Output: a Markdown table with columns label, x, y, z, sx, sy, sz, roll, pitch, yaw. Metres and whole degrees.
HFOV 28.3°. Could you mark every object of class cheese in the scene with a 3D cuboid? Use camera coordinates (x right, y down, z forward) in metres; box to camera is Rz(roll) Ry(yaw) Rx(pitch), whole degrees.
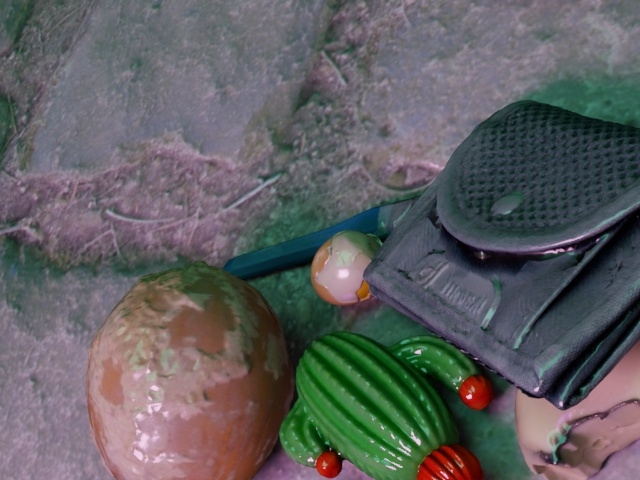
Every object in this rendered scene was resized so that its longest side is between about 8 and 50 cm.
| label | x | y | z | sx | sy | sz | roll | pitch | yaw |
| --- | --- | --- | --- | --- | --- | --- | --- | --- | --- |
| cheese | 0.236 | 0.066 | 1.008 | 0.163 | 0.071 | 0.248 | -14 | 55 | 39 |

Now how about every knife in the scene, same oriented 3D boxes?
| label | x | y | z | sx | sy | sz | roll | pitch | yaw |
| --- | --- | --- | --- | --- | --- | --- | --- | --- | --- |
| knife | 0.002 | 0.001 | 1.317 | 0.297 | 0.026 | 0.044 | -17 | 51 | 40 |

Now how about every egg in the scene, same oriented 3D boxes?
| label | x | y | z | sx | sy | sz | roll | pitch | yaw |
| --- | --- | --- | --- | --- | --- | --- | --- | --- | --- |
| egg | 0.026 | 0.029 | 1.238 | 0.083 | 0.071 | 0.071 | -44 | 41 | 29 |
| egg | -0.125 | 0.143 | 1.217 | 0.203 | 0.203 | 0.245 | -10 | 69 | 40 |

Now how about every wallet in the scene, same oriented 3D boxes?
| label | x | y | z | sx | sy | sz | roll | pitch | yaw |
| --- | --- | --- | --- | --- | --- | --- | --- | --- | --- |
| wallet | 0.171 | -0.012 | 1.053 | 0.237 | 0.075 | 0.342 | -49 | 25 | -4 |

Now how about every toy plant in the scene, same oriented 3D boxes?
| label | x | y | z | sx | sy | sz | roll | pitch | yaw |
| --- | --- | --- | --- | --- | --- | --- | --- | --- | --- |
| toy plant | 0.070 | 0.149 | 1.107 | 0.240 | 0.088 | 0.154 | 6 | 55 | 39 |
